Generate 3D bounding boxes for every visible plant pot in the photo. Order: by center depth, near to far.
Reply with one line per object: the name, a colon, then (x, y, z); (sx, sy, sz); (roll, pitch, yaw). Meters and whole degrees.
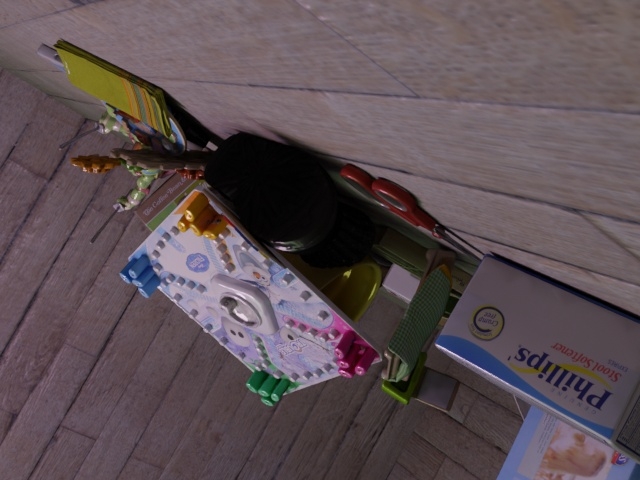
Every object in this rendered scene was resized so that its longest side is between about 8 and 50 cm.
plant pot: (-0.052, 0.060, 1.622); (0.239, 0.254, 0.254); (46, -176, 26)

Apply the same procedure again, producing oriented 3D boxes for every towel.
towel: (-0.347, -0.252, 1.427); (0.237, 0.021, 0.102); (29, 149, 23)

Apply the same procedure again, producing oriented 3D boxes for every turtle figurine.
turtle figurine: (-0.431, -0.175, 1.833); (0.198, 0.275, 0.266); (52, -177, -16)

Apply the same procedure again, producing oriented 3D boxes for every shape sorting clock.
shape sorting clock: (-0.321, -0.222, 1.505); (0.206, 0.040, 0.206); (32, 163, 11)

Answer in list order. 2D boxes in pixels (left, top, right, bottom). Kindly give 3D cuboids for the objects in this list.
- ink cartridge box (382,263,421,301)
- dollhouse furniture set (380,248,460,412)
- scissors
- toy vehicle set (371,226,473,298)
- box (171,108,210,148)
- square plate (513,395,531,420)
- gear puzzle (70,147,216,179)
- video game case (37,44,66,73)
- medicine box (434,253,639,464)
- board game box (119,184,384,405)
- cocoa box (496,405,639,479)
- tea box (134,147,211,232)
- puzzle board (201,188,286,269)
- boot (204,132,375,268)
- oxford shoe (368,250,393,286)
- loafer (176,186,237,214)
ink cartridge box: (0.215, 0.108, 1.914); (0.127, 0.072, 0.175); (29, 177, 14)
dollhouse furniture set: (0.204, 0.163, 1.394); (0.151, 0.197, 0.301); (22, 161, 11)
scissors: (0.141, -0.023, 1.148); (0.297, 0.021, 0.109); (31, 174, -42)
toy vehicle set: (0.207, 0.056, 1.550); (0.267, 0.035, 0.166); (30, 176, -7)
box: (-0.296, -0.231, 1.598); (0.162, 0.029, 0.116); (26, 175, 28)
square plate: (0.470, 0.298, 1.632); (0.344, 0.049, 0.347); (33, -152, -31)
gear puzzle: (-0.289, -0.134, 1.575); (0.339, 0.044, 0.175); (-3, -163, -35)
video game case: (-0.432, -0.303, 1.703); (0.193, 0.023, 0.212); (28, 176, 27)
medicine box: (0.345, 0.171, 1.152); (0.263, 0.149, 0.289); (27, 175, 39)
board game box: (-0.135, 0.118, 1.434); (0.390, 0.050, 0.390); (43, 148, -9)
cocoa box: (0.456, 0.369, 1.347); (0.228, 0.347, 0.231); (33, 170, -31)
tea box: (-0.232, -0.014, 1.989); (0.323, 0.220, 0.329); (47, 175, -3)
puzzle board: (-0.106, -0.013, 1.173); (0.128, 0.011, 0.096); (45, 180, 33)
boot: (-0.008, -0.027, 1.284); (0.260, 0.131, 0.348); (40, -178, -34)
oxford shoe: (0.126, 0.074, 1.991); (0.083, 0.096, 0.227); (31, 175, 14)
loafer: (-0.169, -0.065, 1.680); (0.111, 0.112, 0.319); (37, -158, 30)
